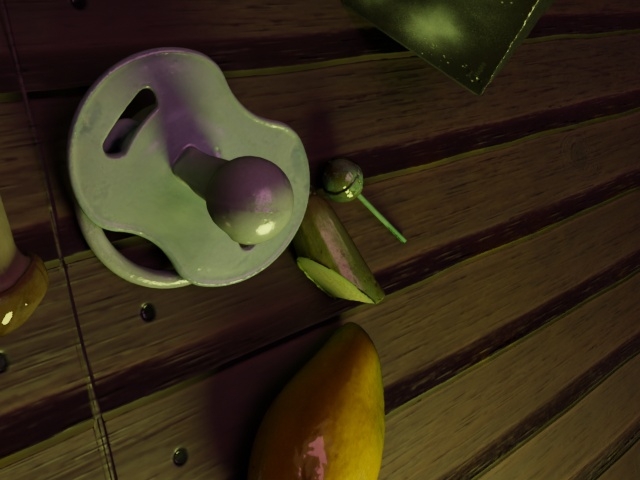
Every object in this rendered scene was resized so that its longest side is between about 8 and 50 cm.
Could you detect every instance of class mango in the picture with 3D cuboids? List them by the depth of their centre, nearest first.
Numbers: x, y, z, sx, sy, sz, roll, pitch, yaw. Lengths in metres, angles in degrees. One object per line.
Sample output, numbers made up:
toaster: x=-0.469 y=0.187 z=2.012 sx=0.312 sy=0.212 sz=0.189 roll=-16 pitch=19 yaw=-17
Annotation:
mango: x=0.004 y=0.241 z=0.971 sx=0.176 sy=0.119 sz=0.317 roll=47 pitch=49 yaw=-29

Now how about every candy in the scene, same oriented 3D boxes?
candy: x=0.068 y=-0.047 z=1.096 sx=0.202 sy=0.061 sz=0.061 roll=40 pitch=61 yaw=-44

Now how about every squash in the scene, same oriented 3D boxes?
squash: x=-0.002 y=0.002 z=1.004 sx=0.075 sy=0.090 sz=0.200 roll=-33 pitch=99 yaw=-8

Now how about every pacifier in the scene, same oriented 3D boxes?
pacifier: x=-0.112 y=-0.048 z=0.798 sx=0.287 sy=0.225 sz=0.238 roll=41 pitch=80 yaw=-34

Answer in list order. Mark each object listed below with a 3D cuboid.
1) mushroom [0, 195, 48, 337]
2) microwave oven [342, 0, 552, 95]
mushroom: x=-0.342 y=-0.067 z=0.645 sx=0.128 sy=0.128 sz=0.350 roll=-44 pitch=121 yaw=-36
microwave oven: x=0.257 y=-0.467 z=0.999 sx=0.236 sy=0.432 sz=0.374 roll=35 pitch=56 yaw=6
